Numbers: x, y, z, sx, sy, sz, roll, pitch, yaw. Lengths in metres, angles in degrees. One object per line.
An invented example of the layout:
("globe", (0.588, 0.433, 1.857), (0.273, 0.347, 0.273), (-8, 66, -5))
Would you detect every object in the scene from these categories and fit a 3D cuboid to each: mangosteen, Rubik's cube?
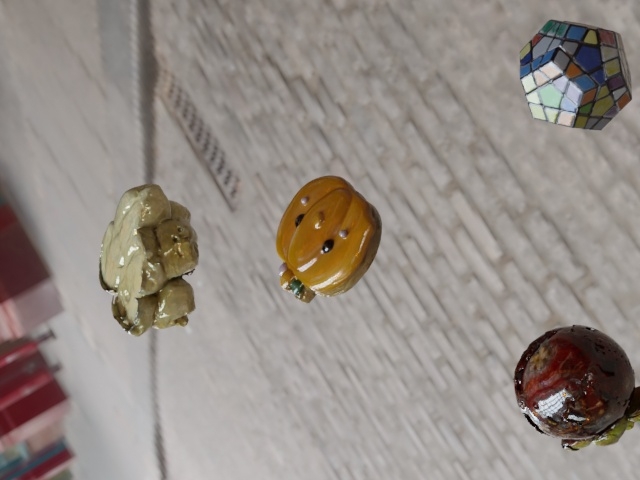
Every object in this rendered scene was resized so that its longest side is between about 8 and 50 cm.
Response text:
("mangosteen", (0.349, 0.202, 1.736), (0.180, 0.166, 0.166), (42, 167, -13))
("Rubik's cube", (0.235, -0.152, 1.202), (0.111, 0.093, 0.111), (-14, -90, -71))

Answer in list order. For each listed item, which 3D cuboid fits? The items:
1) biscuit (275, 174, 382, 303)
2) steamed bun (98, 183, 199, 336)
("biscuit", (-0.002, -0.002, 1.673), (0.050, 0.170, 0.170), (28, -170, -43))
("steamed bun", (-0.218, 0.020, 1.763), (0.177, 0.106, 0.192), (45, 124, 54))
